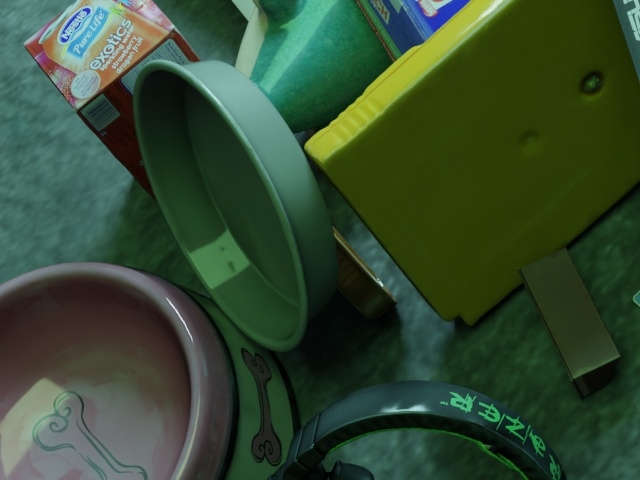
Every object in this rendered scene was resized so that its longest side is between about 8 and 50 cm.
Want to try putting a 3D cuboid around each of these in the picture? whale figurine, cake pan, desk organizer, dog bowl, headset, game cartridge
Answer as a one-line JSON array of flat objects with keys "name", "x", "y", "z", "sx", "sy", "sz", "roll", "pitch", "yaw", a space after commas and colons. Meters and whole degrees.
[{"name": "whale figurine", "x": -0.004, "y": -0.173, "z": 1.761, "sx": 0.141, "sy": 0.216, "sz": 0.272, "roll": 11, "pitch": 49, "yaw": 34}, {"name": "cake pan", "x": -0.076, "y": -0.039, "z": 1.621, "sx": 0.054, "sy": 0.293, "sz": 0.293, "roll": -27, "pitch": 52, "yaw": -22}, {"name": "desk organizer", "x": 0.232, "y": 0.075, "z": 1.626, "sx": 0.050, "sy": 0.047, "sz": 0.130, "roll": -26, "pitch": 56, "yaw": 6}, {"name": "dog bowl", "x": -0.233, "y": 0.201, "z": 1.704, "sx": 0.408, "sy": 0.150, "sz": 0.408, "roll": -10, "pitch": 60, "yaw": 18}, {"name": "headset", "x": 0.037, "y": 0.292, "z": 1.486, "sx": 0.394, "sy": 0.243, "sz": 0.185, "roll": -49, "pitch": 13, "yaw": 30}, {"name": "game cartridge", "x": 0.176, "y": -0.100, "z": 1.599, "sx": 0.323, "sy": 0.285, "sz": 0.053, "roll": -40, "pitch": 43, "yaw": -1}]

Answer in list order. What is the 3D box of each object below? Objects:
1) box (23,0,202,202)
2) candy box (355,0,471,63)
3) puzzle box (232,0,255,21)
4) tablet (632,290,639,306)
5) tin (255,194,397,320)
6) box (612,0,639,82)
[{"name": "box", "x": -0.169, "y": -0.139, "z": 1.790, "sx": 0.128, "sy": 0.257, "sz": 0.122, "roll": -40, "pitch": 55, "yaw": -1}, {"name": "candy box", "x": 0.184, "y": -0.293, "z": 1.694, "sx": 0.317, "sy": 0.122, "sz": 0.268, "roll": -25, "pitch": 75, "yaw": -16}, {"name": "puzzle box", "x": 0.024, "y": -0.433, "z": 1.894, "sx": 0.409, "sy": 0.052, "sz": 0.272, "roll": -40, "pitch": 78, "yaw": 10}, {"name": "tablet", "x": 0.331, "y": 0.060, "z": 1.613, "sx": 0.054, "sy": 0.006, "sz": 0.083, "roll": -44, "pitch": 56, "yaw": -3}, {"name": "tin", "x": 0.000, "y": 0.000, "z": 1.702, "sx": 0.040, "sy": 0.106, "sz": 0.190, "roll": -42, "pitch": 93, "yaw": 7}, {"name": "box", "x": 0.325, "y": -0.239, "z": 1.521, "sx": 0.076, "sy": 0.242, "sz": 0.307, "roll": -24, "pitch": 76, "yaw": 34}]
